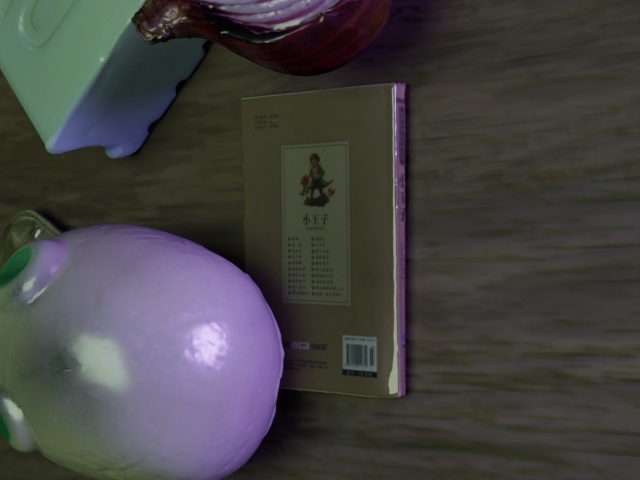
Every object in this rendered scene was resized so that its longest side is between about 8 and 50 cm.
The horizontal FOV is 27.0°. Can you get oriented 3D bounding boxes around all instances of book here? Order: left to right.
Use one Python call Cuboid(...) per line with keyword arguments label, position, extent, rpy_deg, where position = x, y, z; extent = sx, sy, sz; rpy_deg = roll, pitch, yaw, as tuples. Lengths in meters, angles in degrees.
Cuboid(label="book", position=(0.000, 0.000, 0.872), extent=(0.138, 0.016, 0.198), rpy_deg=(1, 91, 42))

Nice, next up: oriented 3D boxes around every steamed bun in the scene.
Cuboid(label="steamed bun", position=(-0.142, 0.077, 0.891), extent=(0.228, 0.131, 0.177), rpy_deg=(18, 101, 32))

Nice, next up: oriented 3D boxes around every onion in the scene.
Cuboid(label="onion", position=(-0.037, -0.161, 0.844), extent=(0.151, 0.098, 0.206), rpy_deg=(-43, 54, 5))

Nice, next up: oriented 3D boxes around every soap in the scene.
Cuboid(label="soap", position=(-0.193, -0.209, 0.993), extent=(0.160, 0.088, 0.265), rpy_deg=(-49, 60, 30))

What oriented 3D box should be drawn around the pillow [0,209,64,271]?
Cuboid(label="pillow", position=(-0.188, 0.061, 1.028), extent=(0.217, 0.033, 0.130), rpy_deg=(22, 100, 37))
